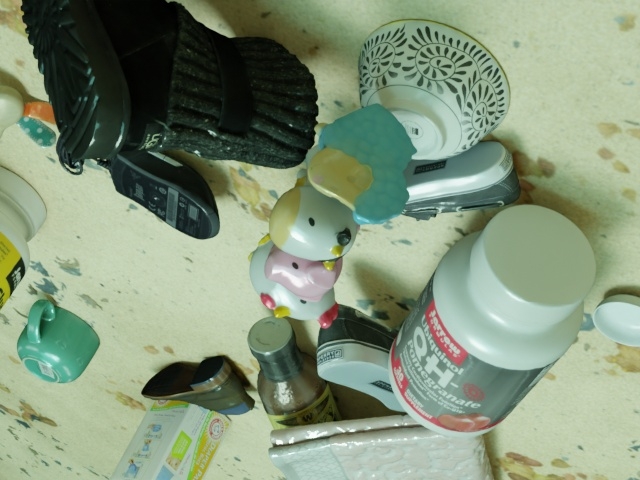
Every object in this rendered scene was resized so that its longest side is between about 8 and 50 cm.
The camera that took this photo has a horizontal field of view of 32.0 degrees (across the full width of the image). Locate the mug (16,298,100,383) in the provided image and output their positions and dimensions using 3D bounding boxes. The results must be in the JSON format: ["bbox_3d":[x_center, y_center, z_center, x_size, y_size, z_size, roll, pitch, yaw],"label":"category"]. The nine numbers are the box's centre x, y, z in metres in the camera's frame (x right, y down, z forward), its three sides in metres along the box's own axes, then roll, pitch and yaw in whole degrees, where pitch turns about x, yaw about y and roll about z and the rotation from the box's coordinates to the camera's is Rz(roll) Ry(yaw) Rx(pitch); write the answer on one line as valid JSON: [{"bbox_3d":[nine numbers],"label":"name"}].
[{"bbox_3d":[-0.480,0.184,1.971,0.158,0.097,0.129,44,143,-24],"label":"mug"}]

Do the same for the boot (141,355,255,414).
[{"bbox_3d":[-0.212,0.267,1.914,0.219,0.082,0.106,-15,125,43],"label":"boot"}]

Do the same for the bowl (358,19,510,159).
[{"bbox_3d":[0.104,-0.138,1.157,0.170,0.080,0.170,18,144,13],"label":"bowl"}]

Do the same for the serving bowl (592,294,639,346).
[{"bbox_3d":[0.368,0.090,1.326,0.083,0.027,0.083,18,145,13],"label":"serving bowl"}]

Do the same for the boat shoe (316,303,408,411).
[{"bbox_3d":[0.099,0.163,1.538,0.113,0.105,0.306,-23,147,37],"label":"boat shoe"}]

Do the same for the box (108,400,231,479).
[{"bbox_3d":[-0.263,0.373,1.981,0.103,0.203,0.114,-3,138,38],"label":"box"}]

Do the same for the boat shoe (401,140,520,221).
[{"bbox_3d":[0.121,-0.057,1.264,0.228,0.080,0.076,-10,130,32],"label":"boat shoe"}]

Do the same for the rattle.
[{"bbox_3d":[-0.454,-0.191,1.511,0.199,0.143,0.130,-11,117,-10],"label":"rattle"}]

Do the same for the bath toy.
[{"bbox_3d":[0.000,0.000,1.205,0.129,0.151,0.348,57,154,14],"label":"bath toy"}]

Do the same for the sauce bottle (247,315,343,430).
[{"bbox_3d":[-0.038,0.248,1.742,0.111,0.111,0.344,9,143,26],"label":"sauce bottle"}]

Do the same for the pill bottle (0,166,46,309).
[{"bbox_3d":[-0.546,0.051,1.627,0.188,0.334,0.188,19,146,13],"label":"pill bottle"}]

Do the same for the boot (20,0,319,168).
[{"bbox_3d":[-0.163,-0.223,1.166,0.260,0.348,0.131,-4,156,-34],"label":"boot"}]

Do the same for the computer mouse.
[{"bbox_3d":[-0.230,-0.114,1.445,0.262,0.060,0.184,27,146,14],"label":"computer mouse"}]

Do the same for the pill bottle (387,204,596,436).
[{"bbox_3d":[0.201,0.096,1.315,0.176,0.176,0.318,25,146,3],"label":"pill bottle"}]

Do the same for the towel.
[{"bbox_3d":[0.107,0.363,1.736,0.317,0.053,0.332,-8,146,11],"label":"towel"}]
